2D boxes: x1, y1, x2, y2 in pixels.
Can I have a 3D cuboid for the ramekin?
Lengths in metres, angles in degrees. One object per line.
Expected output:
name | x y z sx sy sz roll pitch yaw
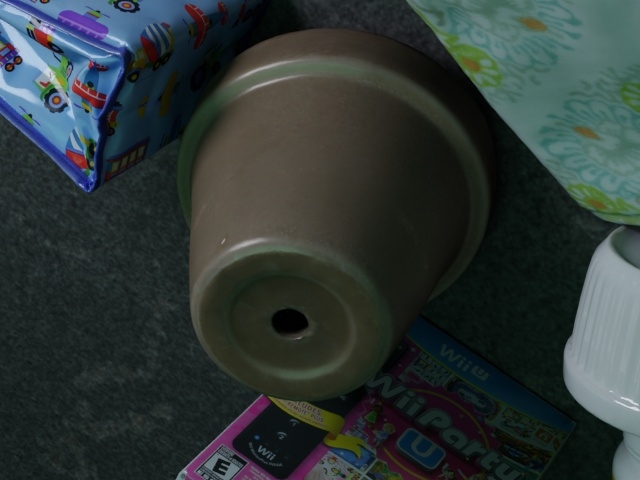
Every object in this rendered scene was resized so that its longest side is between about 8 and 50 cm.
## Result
ramekin | 0.282 0.059 1.020 0.207 0.207 0.109 14 112 28

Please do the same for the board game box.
board game box | 0.045 0.196 1.181 0.224 0.303 0.097 34 129 13

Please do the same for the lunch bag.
lunch bag | -0.223 -0.203 1.197 0.293 0.221 0.138 32 128 15

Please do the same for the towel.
towel | 0.210 -0.133 0.876 0.320 0.090 0.374 4 147 47

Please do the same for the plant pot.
plant pot | 0.000 0.000 1.108 0.263 0.229 0.263 5 125 7

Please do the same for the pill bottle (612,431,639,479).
pill bottle | 0.295 0.219 1.150 0.119 0.119 0.209 9 119 30
